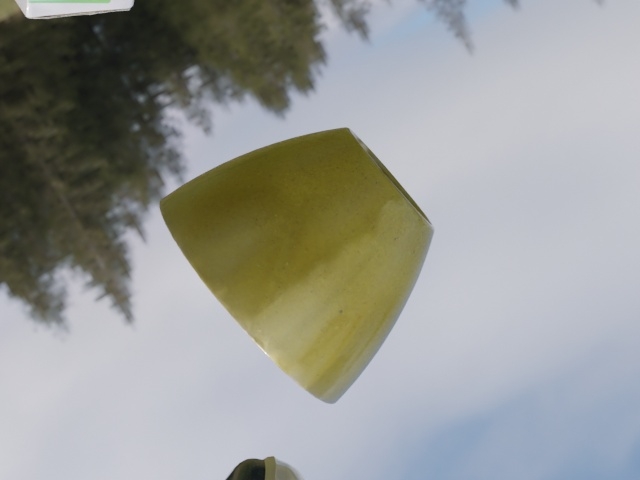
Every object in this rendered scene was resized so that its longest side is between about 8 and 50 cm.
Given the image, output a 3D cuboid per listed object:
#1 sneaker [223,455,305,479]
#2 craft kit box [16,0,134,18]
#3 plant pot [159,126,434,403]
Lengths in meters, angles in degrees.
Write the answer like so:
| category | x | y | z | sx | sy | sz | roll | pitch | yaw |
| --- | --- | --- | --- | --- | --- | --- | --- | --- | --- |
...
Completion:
| category | x | y | z | sx | sy | sz | roll | pitch | yaw |
| --- | --- | --- | --- | --- | --- | --- | --- | --- | --- |
| sneaker | -0.140 | 0.232 | 0.749 | 0.350 | 0.148 | 0.131 | -56 | -168 | 20 |
| craft kit box | -0.132 | -0.263 | 0.603 | 0.061 | 0.250 | 0.247 | -13 | -135 | -30 |
| plant pot | 0.000 | 0.000 | 0.720 | 0.095 | 0.134 | 0.134 | -40 | -170 | 7 |
